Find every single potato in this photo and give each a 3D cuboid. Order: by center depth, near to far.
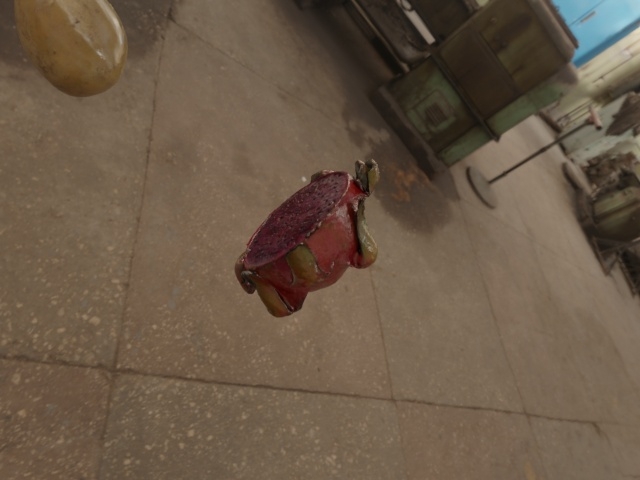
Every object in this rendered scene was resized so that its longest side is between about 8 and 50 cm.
[{"bbox_3d":[-0.291,-0.240,0.531,0.112,0.112,0.146,-24,99,-52],"label":"potato"}]

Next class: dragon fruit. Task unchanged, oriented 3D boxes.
[{"bbox_3d":[-0.004,0.002,0.358,0.126,0.112,0.068,-48,113,-12],"label":"dragon fruit"}]
